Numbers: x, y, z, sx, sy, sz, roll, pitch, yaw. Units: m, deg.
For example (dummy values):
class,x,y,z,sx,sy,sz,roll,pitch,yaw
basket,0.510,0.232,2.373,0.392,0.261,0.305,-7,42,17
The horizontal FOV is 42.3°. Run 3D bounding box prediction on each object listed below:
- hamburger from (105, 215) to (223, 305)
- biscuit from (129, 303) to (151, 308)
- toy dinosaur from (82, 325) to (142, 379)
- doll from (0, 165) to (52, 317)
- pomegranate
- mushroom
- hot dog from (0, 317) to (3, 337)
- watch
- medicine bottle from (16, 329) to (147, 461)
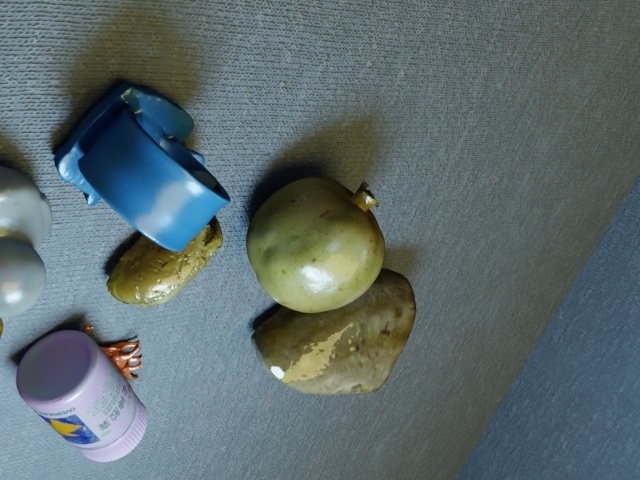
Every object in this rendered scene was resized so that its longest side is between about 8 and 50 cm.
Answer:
class,x,y,z,sx,sy,sz,roll,pitch,yaw
hamburger,-0.308,0.038,1.668,0.262,0.131,0.124,-47,140,-3
biscuit,-0.363,0.100,1.772,0.120,0.015,0.120,-25,140,-23
toy dinosaur,-0.442,0.249,1.813,0.102,0.055,0.279,-21,140,-10
doll,-0.534,0.010,1.364,0.221,0.221,0.251,-8,131,-38
pomegranate,0.000,0.000,1.789,0.319,0.319,0.319,-25,140,-23
mushroom,0.036,0.224,2.095,0.397,0.224,0.313,5,125,-44
hot dog,-0.656,0.208,1.581,0.071,0.045,0.165,1,126,-45
watch,-0.277,-0.095,1.445,0.241,0.274,0.305,-48,138,6
medicine bottle,-0.494,0.333,1.744,0.178,0.178,0.290,-34,142,-13
